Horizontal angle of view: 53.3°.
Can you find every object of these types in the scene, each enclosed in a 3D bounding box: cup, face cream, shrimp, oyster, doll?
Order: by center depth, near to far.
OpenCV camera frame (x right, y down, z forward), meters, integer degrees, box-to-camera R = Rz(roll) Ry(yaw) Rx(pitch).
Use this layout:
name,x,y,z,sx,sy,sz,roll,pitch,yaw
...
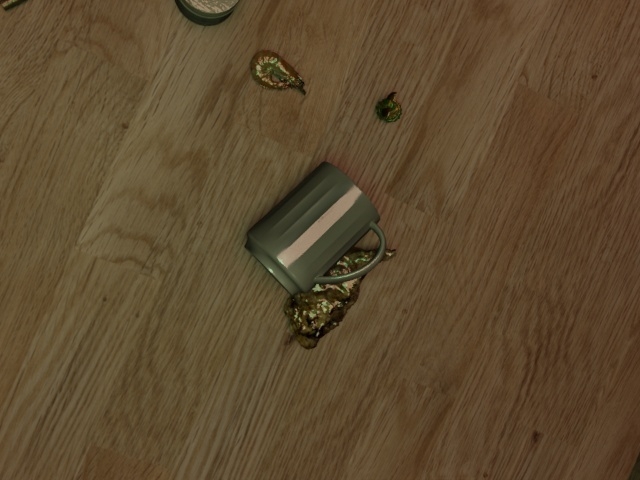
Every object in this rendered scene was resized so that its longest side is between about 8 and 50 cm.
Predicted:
name,x,y,z,sx,sy,sz,roll,pitch,yaw
face cream,-0.299,-0.671,1.686,0.178,0.153,0.177,-2,97,-15
cup,0.000,0.000,1.759,0.327,0.237,0.323,-45,71,-8
shrimp,-0.116,-0.465,1.807,0.180,0.041,0.099,32,89,-15
doll,0.190,-0.393,1.859,0.077,0.113,0.078,21,92,21
oyster,0.032,0.129,1.872,0.204,0.111,0.396,38,90,-11

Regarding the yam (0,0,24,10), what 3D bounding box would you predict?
name,x,y,z,sx,sy,sz,roll,pitch,yaw
yam,-0.755,-0.640,1.641,0.145,0.032,0.032,-36,102,-7
